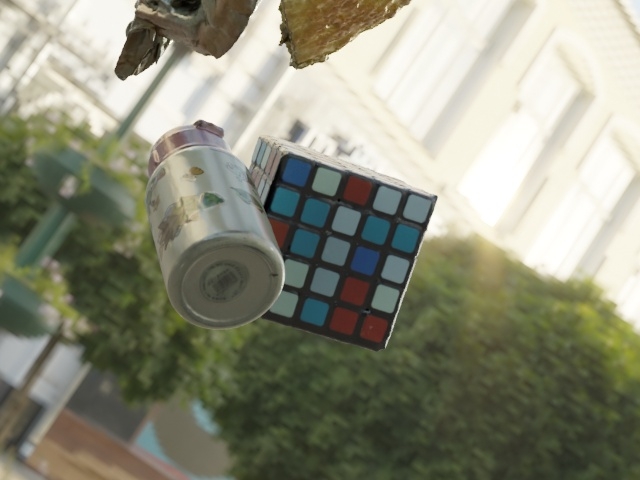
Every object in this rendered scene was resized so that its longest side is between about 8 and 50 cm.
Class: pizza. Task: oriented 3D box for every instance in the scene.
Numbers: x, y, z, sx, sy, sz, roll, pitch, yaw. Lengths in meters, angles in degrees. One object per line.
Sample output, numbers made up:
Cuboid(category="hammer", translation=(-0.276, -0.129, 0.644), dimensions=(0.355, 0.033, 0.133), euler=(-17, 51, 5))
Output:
Cuboid(category="pizza", translation=(0.021, -0.296, 1.403), dimensions=(0.288, 0.280, 0.075), euler=(38, 21, -54))

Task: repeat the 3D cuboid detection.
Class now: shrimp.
Cuboid(category="shrimp", translation=(-0.125, -0.241, 1.590), dimensions=(0.077, 0.168, 0.317), euler=(1, -32, -29))

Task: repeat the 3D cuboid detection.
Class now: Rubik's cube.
Cuboid(category="Rubik's cube", translation=(0.000, 0.000, 1.773), dimensions=(0.182, 0.187, 0.184), euler=(17, 4, -13))

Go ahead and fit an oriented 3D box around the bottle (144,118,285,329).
Cuboid(category="bottle", translation=(-0.117, -0.027, 1.621), dimensions=(0.120, 0.120, 0.253), euler=(40, 16, -33))
